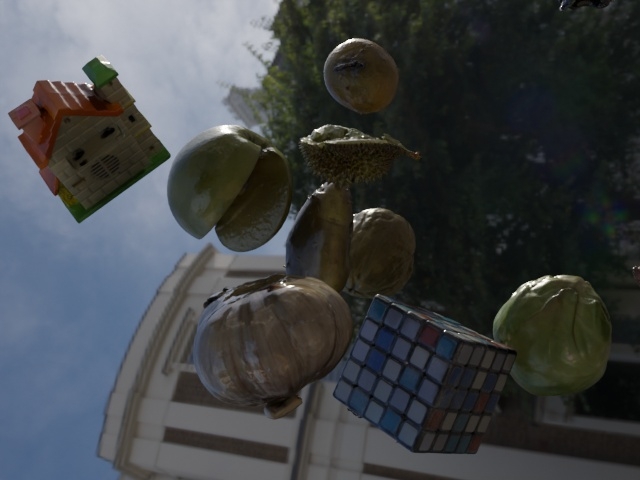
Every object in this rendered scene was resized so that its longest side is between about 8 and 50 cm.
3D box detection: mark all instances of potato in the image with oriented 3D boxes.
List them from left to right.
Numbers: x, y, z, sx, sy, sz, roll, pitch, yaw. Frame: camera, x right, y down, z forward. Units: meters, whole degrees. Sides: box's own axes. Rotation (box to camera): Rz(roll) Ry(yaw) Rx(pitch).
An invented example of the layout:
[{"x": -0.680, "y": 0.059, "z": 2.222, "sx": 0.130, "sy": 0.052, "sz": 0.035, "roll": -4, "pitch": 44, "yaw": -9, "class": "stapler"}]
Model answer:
[{"x": 0.000, "y": 0.000, "z": 1.750, "sx": 0.141, "sy": 0.191, "sz": 0.296, "roll": 12, "pitch": -84, "yaw": -26, "class": "potato"}]

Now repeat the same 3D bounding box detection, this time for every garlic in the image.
[{"x": -0.086, "y": 0.175, "z": 1.351, "sx": 0.241, "sy": 0.322, "sz": 0.322, "roll": 49, "pitch": -134, "yaw": -21, "class": "garlic"}]

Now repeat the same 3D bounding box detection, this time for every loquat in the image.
[{"x": 0.097, "y": -0.364, "z": 1.661, "sx": 0.149, "sy": 0.172, "sz": 0.204, "roll": -56, "pitch": -20, "yaw": 22, "class": "loquat"}]

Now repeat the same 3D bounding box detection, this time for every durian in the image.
[{"x": 0.065, "y": -0.138, "z": 1.246, "sx": 0.146, "sy": 0.208, "sz": 0.102, "roll": -108, "pitch": 20, "yaw": -70, "class": "durian"}]

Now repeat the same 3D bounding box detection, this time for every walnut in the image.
[{"x": 0.150, "y": 0.043, "z": 2.155, "sx": 0.227, "sy": 0.282, "sz": 0.283, "roll": 127, "pitch": 164, "yaw": -59, "class": "walnut"}]

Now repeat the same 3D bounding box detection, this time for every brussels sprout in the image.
[{"x": 0.609, "y": 0.254, "z": 1.976, "sx": 0.247, "sy": 0.328, "sz": 0.328, "roll": 44, "pitch": -127, "yaw": -61, "class": "brussels sprout"}]

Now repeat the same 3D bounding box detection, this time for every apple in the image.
[{"x": -0.201, "y": -0.121, "z": 1.700, "sx": 0.254, "sy": 0.292, "sz": 0.292, "roll": -55, "pitch": -26, "yaw": 16, "class": "apple"}]

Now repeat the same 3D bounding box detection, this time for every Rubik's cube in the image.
[{"x": 0.257, "y": 0.331, "z": 1.840, "sx": 0.287, "sy": 0.292, "sz": 0.293, "roll": 20, "pitch": -88, "yaw": -47, "class": "Rubik's cube"}]

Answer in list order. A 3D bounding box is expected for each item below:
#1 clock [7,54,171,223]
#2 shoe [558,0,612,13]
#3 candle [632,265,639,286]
[{"x": -0.424, "y": -0.189, "z": 1.342, "sx": 0.219, "sy": 0.106, "sz": 0.255, "roll": -37, "pitch": -30, "yaw": -10, "class": "clock"}, {"x": 0.437, "y": -0.442, "z": 1.303, "sx": 0.071, "sy": 0.169, "sz": 0.099, "roll": 101, "pitch": -176, "yaw": -80, "class": "shoe"}, {"x": 0.908, "y": 0.150, "z": 1.763, "sx": 0.131, "sy": 0.287, "sz": 0.317, "roll": -43, "pitch": -72, "yaw": 0, "class": "candle"}]
